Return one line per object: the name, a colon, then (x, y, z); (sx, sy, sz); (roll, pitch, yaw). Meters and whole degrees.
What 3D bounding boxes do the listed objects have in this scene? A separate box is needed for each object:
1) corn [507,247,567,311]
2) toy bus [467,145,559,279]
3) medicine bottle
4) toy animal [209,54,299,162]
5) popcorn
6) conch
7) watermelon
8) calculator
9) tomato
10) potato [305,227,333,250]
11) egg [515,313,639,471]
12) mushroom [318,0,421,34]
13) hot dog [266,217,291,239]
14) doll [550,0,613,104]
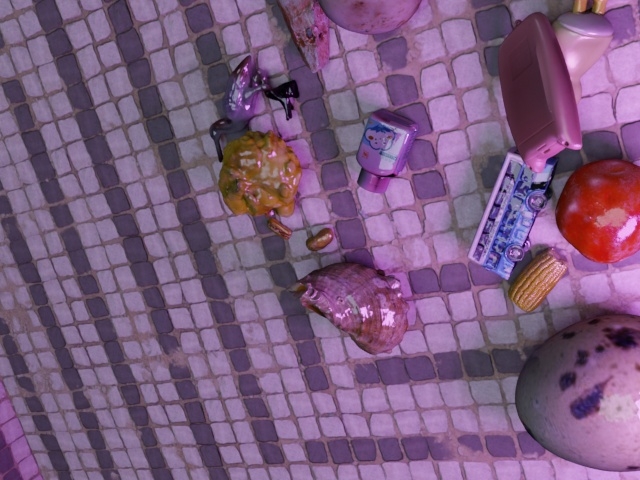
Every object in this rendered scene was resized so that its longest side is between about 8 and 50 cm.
corn: (0.529, 0.097, 1.736); (0.085, 0.063, 0.165); (52, 123, 28)
toy bus: (0.457, -0.066, 1.691); (0.131, 0.106, 0.297); (25, 115, 18)
medicine bottle: (0.157, -0.217, 1.779); (0.119, 0.094, 0.188); (25, 117, 14)
toy animal: (-0.213, -0.357, 1.906); (0.324, 0.090, 0.195); (-26, 101, 29)
popcorn: (-0.155, -0.172, 1.909); (0.233, 0.192, 0.266); (-19, 124, 14)
conch: (0.076, 0.147, 1.883); (0.297, 0.210, 0.352); (8, 152, 51)
watermelon: (-0.039, -0.538, 1.771); (0.154, 0.094, 0.241); (-6, 108, 35)
calculator: (0.454, -0.322, 1.528); (0.048, 0.220, 0.330); (-7, 78, -15)
tomato: (0.627, -0.065, 1.560); (0.231, 0.188, 0.232); (7, 108, 22)
potato: (0.000, 0.000, 1.962); (0.092, 0.046, 0.045); (-34, 50, 22)
egg: (0.648, 0.347, 1.612); (0.428, 0.345, 0.345); (-29, 94, 34)
mushroom: (0.116, -0.598, 1.618); (0.243, 0.243, 0.244); (9, 112, 22)
hot dog: (-0.119, -0.033, 2.019); (0.083, 0.021, 0.037); (32, 117, 10)
doll: (0.532, -0.386, 1.536); (0.117, 0.141, 0.296); (-118, 33, -43)
